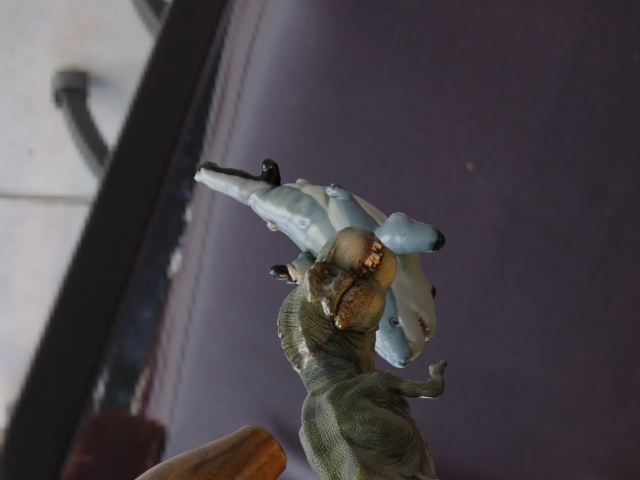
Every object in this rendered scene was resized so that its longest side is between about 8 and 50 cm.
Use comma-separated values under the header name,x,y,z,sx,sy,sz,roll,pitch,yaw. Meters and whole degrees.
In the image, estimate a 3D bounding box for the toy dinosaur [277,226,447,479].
name,x,y,z,sx,sy,sz,roll,pitch,yaw
toy dinosaur,0.047,0.108,0.647,0.118,0.268,0.064,21,122,-25

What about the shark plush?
name,x,y,z,sx,sy,sz,roll,pitch,yaw
shark plush,0.000,0.000,0.994,0.161,0.067,0.073,39,157,5

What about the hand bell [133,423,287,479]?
name,x,y,z,sx,sy,sz,roll,pitch,yaw
hand bell,-0.098,0.131,0.530,0.242,0.126,0.126,-40,152,-29
